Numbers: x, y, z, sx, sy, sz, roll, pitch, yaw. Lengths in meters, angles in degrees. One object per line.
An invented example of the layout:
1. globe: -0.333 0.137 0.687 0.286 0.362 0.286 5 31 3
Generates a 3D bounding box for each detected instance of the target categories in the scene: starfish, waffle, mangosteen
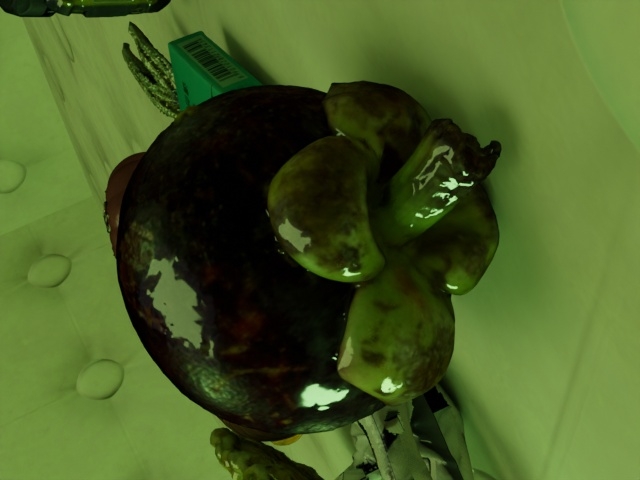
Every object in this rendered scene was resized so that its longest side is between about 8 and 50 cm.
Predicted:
1. starfish: -0.133 -0.124 0.907 0.223 0.050 0.217 58 146 8
2. waffle: -0.001 0.276 0.933 0.291 0.051 0.291 32 170 6
3. mangosteen: 0.000 0.000 0.468 0.217 0.192 0.192 -30 86 51

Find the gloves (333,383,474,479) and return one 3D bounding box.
1. gloves: 0.055 0.153 0.644 0.127 0.111 0.212 -40 71 47

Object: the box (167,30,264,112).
1. box: -0.049 -0.053 0.733 0.226 0.042 0.160 46 153 40

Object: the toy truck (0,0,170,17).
1. toy truck: -0.208 -0.300 0.763 0.224 0.147 0.165 61 141 20

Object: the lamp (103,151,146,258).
1. lamp: -0.218 -0.032 1.216 0.182 0.140 0.181 171 90 -84

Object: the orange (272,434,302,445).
1. orange: -0.055 0.231 1.197 0.083 0.070 0.083 44 165 15

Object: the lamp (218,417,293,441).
1. lamp: -0.054 0.139 0.923 0.136 0.136 0.136 56 163 27
